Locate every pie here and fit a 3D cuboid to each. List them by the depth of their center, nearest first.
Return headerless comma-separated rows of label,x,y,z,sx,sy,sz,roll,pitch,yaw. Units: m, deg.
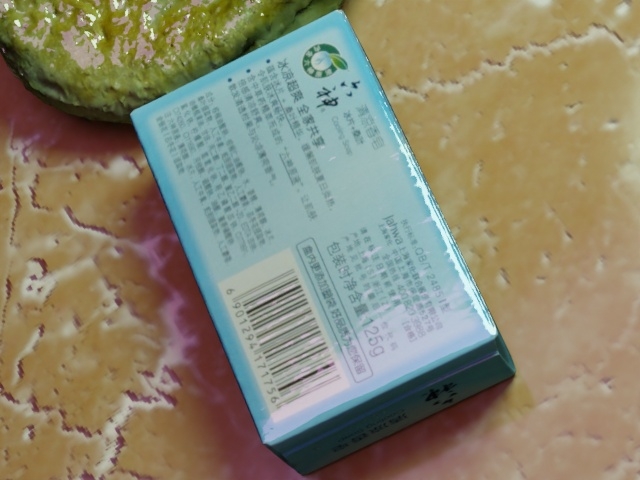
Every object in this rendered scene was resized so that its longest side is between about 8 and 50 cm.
pie,-0.108,-0.209,1.135,0.277,0.078,0.277,-2,81,12

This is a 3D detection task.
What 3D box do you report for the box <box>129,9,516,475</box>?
box,0.000,0.000,1.046,0.142,0.083,0.232,-26,64,4
